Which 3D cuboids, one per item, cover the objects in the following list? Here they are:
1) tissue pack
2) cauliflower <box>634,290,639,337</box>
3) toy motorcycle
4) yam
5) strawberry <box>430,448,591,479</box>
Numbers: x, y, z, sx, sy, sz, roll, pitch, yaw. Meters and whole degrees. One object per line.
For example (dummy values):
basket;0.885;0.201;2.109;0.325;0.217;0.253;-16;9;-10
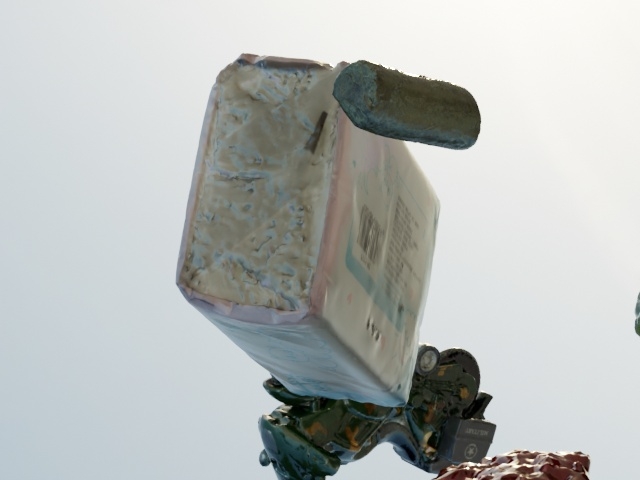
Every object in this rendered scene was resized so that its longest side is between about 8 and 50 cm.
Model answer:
tissue pack;0.000;0.002;1.182;0.271;0.124;0.201;51;-137;-64
cauliflower;0.459;0.048;1.453;0.281;0.327;0.260;-15;-82;-41
toy motorcycle;0.048;0.175;1.495;0.274;0.187;0.125;14;-175;-36
yam;0.054;-0.081;0.946;0.094;0.043;0.043;7;-134;-37
strawberry;0.138;0.291;1.246;0.261;0.257;0.261;59;162;32
